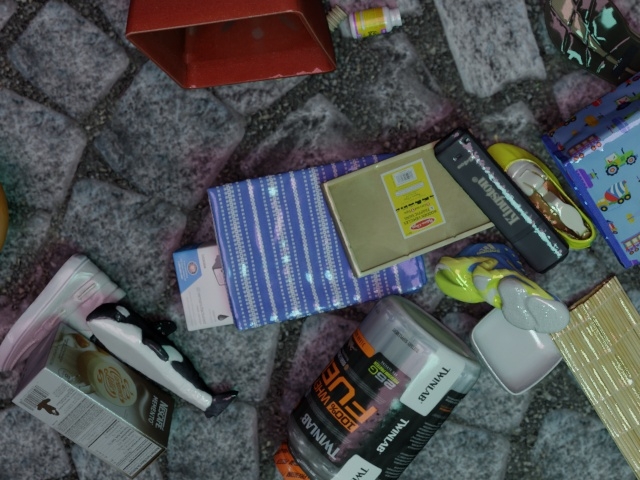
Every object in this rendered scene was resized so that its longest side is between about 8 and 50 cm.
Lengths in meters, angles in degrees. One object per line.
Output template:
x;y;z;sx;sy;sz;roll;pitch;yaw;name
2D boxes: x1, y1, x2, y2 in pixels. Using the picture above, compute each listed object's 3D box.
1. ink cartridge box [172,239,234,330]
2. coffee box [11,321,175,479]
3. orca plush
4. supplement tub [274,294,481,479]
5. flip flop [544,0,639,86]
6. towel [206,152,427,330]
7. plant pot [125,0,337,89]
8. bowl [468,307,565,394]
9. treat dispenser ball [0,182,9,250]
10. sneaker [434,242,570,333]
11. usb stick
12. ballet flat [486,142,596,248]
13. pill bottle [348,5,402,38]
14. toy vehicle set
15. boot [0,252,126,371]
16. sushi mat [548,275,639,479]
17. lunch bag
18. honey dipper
-0.139;0.065;1.882;0.191;0.082;0.139;-11;95;8;ink cartridge box
-0.373;0.267;1.858;0.246;0.141;0.098;38;112;-20;coffee box
-0.259;0.181;1.900;0.287;0.151;0.102;32;61;-7;orca plush
0.087;0.273;1.820;0.207;0.207;0.338;37;99;1;supplement tub
0.468;-0.313;1.779;0.277;0.080;0.112;30;111;-15;flip flop
0.000;0.000;1.825;0.336;0.040;0.243;-12;95;-14;towel
-0.134;-0.401;1.737;0.267;0.267;0.235;-5;79;12;plant pot
0.320;0.170;1.843;0.142;0.053;0.142;-36;93;-19;bowl
-0.658;-0.040;1.817;0.288;0.288;0.288;1;97;6;treat dispenser ball
0.309;0.060;1.795;0.240;0.126;0.091;24;137;28;sneaker
0.292;-0.063;1.794;0.278;0.045;0.077;48;126;-7;usb stick
0.363;-0.075;1.814;0.231;0.077;0.077;45;92;0;ballet flat
0.090;-0.359;1.825;0.083;0.043;0.043;-10;96;7;pill bottle
0.151;-0.062;1.820;0.267;0.035;0.166;-20;94;-9;toy vehicle set
-0.448;0.154;1.918;0.123;0.095;0.258;40;102;0;boot
0.510;0.231;1.848;0.151;0.019;0.316;-33;93;-10;sushi mat
0.526;-0.094;1.762;0.221;0.138;0.293;-33;113;9;lunch bag
-0.019;-0.324;1.850;0.030;0.030;0.160;44;102;-1;honey dipper
